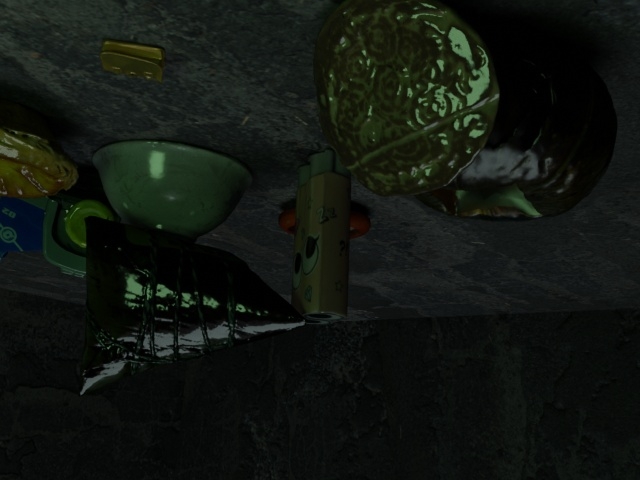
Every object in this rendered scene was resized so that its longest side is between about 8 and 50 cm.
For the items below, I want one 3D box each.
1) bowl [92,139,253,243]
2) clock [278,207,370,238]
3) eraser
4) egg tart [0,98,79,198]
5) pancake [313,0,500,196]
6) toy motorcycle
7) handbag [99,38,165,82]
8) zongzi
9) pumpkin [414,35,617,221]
[{"bbox_3d":[-0.289,-0.071,1.475,0.314,0.146,0.313,2,165,1],"label":"bowl"},{"bbox_3d":[0.009,-0.042,1.694,0.205,0.051,0.205,3,167,1],"label":"clock"},{"bbox_3d":[0.000,0.000,1.382,0.087,0.290,0.171,7,165,-19],"label":"eraser"},{"bbox_3d":[-0.541,-0.158,1.263,0.295,0.116,0.295,5,164,2],"label":"egg tart"},{"bbox_3d":[0.086,-0.169,0.877,0.250,0.250,0.031,-11,-168,44],"label":"pancake"},{"bbox_3d":[-0.568,-0.032,1.541,0.327,0.199,0.191,14,-169,-12],"label":"toy motorcycle"},{"bbox_3d":[-0.254,-0.244,1.035,0.083,0.027,0.061,8,166,-7],"label":"handbag"},{"bbox_3d":[-0.215,0.116,1.352,0.384,0.318,0.362,-6,-168,-34],"label":"zongzi"},{"bbox_3d":[0.224,-0.136,0.995,0.321,0.192,0.320,8,167,2],"label":"pumpkin"}]
